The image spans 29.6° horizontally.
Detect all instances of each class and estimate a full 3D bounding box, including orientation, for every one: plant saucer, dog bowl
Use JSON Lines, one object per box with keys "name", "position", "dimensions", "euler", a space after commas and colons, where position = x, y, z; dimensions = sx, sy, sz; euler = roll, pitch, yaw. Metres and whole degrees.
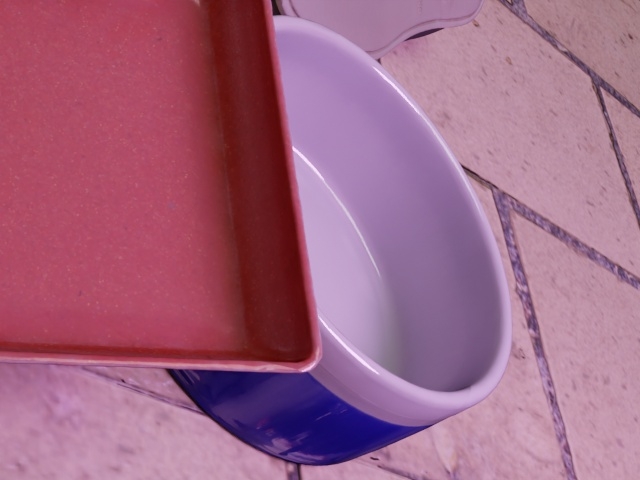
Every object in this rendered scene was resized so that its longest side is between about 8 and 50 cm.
{"name": "plant saucer", "position": [-0.140, -0.053, 0.565], "dimensions": [0.258, 0.048, 0.259], "euler": [5, 59, -24]}
{"name": "dog bowl", "position": [0.000, 0.000, 0.750], "dimensions": [0.265, 0.104, 0.265], "euler": [35, 38, -33]}

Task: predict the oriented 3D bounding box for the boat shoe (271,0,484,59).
{"name": "boat shoe", "position": [0.031, -0.213, 1.014], "dimensions": [0.335, 0.095, 0.112], "euler": [-19, 116, -55]}
